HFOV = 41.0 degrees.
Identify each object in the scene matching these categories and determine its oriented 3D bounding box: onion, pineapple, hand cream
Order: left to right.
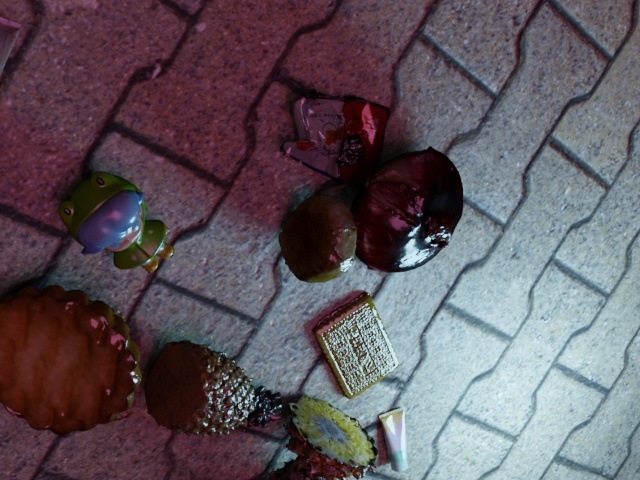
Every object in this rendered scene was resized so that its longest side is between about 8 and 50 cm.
[{"bbox_3d":[-0.589,-0.292,1.505,0.067,0.043,0.210,15,98,-32],"label":"hand cream"},{"bbox_3d":[-0.218,0.345,1.908,0.362,0.202,0.202,27,97,-52],"label":"pineapple"},{"bbox_3d":[-0.029,0.560,2.078,0.262,0.262,0.272,20,112,-33],"label":"pineapple"},{"bbox_3d":[0.200,0.531,2.280,0.076,0.047,0.174,-15,108,-21],"label":"hand cream"},{"bbox_3d":[0.207,-0.060,1.910,0.314,0.232,0.314,-35,143,-33],"label":"onion"}]

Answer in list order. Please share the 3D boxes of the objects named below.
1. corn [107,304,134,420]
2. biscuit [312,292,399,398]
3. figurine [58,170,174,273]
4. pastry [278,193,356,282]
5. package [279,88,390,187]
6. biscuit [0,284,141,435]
[{"bbox_3d":[-0.440,0.264,1.789,0.092,0.092,0.280,-13,118,-23],"label":"corn"},{"bbox_3d":[0.093,0.264,2.114,0.172,0.029,0.254,-32,122,-12],"label":"biscuit"},{"bbox_3d":[-0.393,-0.027,1.672,0.162,0.143,0.263,-39,141,1],"label":"figurine"},{"bbox_3d":[0.000,0.000,1.844,0.093,0.182,0.192,8,145,-41],"label":"pastry"},{"bbox_3d":[0.032,-0.224,1.856,0.269,0.071,0.194,5,112,-44],"label":"package"},{"bbox_3d":[-0.504,0.228,1.672,0.325,0.107,0.326,2,113,5],"label":"biscuit"}]
